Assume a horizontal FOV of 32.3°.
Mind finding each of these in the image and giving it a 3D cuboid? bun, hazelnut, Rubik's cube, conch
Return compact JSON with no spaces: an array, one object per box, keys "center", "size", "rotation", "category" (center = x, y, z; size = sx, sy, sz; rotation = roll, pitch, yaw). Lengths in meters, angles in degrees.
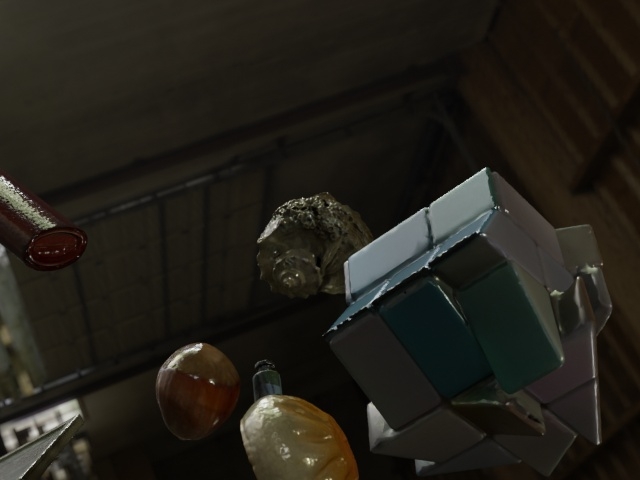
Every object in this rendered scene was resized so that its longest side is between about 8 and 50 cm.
[{"center":[-0.021,0.415,2.086],"size":[0.299,0.164,0.299],"rotation":[63,3,-7],"category":"bun"},{"center":[-0.261,0.322,2.328],"size":[0.214,0.176,0.214],"rotation":[-165,-90,-90],"category":"hazelnut"},{"center":[0.212,0.128,1.523],"size":[0.368,0.387,0.358],"rotation":[38,33,-30],"category":"Rubik's cube"},{"center":[0.000,0.000,1.793],"size":[0.178,0.245,0.163],"rotation":[31,-53,-5],"category":"conch"}]

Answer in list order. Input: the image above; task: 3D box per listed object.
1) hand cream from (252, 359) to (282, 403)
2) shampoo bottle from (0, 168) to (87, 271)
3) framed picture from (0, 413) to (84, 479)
[{"center":[-0.102,0.380,2.324],"size":[0.058,0.091,0.271],"rotation":[43,31,-50],"category":"hand cream"},{"center":[-0.422,-0.051,1.435],"size":[0.260,0.102,0.064],"rotation":[33,-68,28],"category":"shampoo bottle"},{"center":[-0.670,0.486,2.047],"size":[0.028,0.446,0.326],"rotation":[59,11,-7],"category":"framed picture"}]
